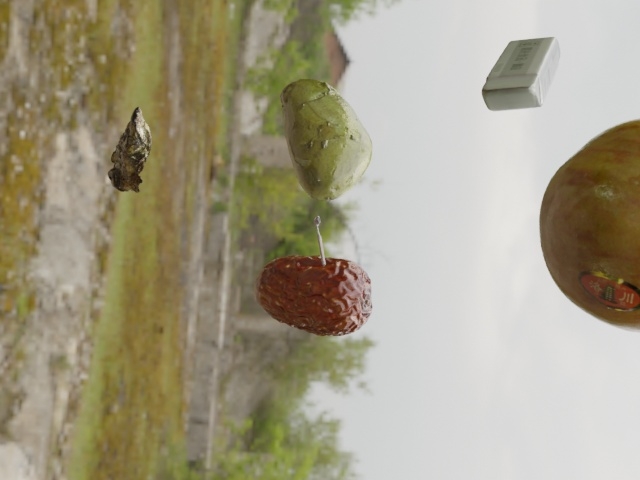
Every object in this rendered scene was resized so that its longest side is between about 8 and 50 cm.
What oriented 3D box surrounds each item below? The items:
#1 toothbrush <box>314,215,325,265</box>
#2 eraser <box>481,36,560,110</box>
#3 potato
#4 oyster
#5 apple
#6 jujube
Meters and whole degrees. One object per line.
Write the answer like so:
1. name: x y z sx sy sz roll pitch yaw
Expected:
1. toothbrush: 0.000 0.000 1.595 0.008 0.006 0.097 -50 -148 34
2. eraser: 0.334 -0.274 1.850 0.352 0.089 0.061 -55 138 -60
3. potato: 0.003 -0.132 1.440 0.085 0.105 0.188 79 -12 -56
4. oyster: -0.274 -0.130 1.603 0.086 0.029 0.132 21 -67 46
5. apple: 0.586 -0.029 2.070 0.334 0.400 0.400 21 -67 44
6. jujube: -0.010 0.078 1.649 0.109 0.176 0.112 54 49 -57
